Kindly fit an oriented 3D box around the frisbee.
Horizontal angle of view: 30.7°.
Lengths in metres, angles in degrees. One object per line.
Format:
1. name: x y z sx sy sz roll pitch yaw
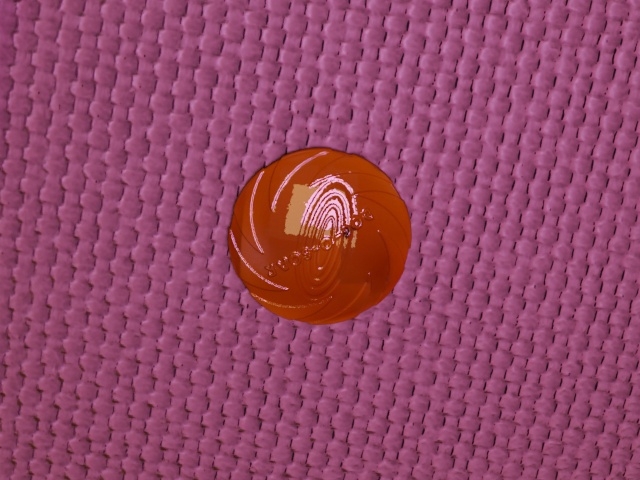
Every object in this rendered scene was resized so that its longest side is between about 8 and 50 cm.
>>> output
1. frisbee: 0.000 0.000 1.208 0.192 0.035 0.192 -1 106 -2
